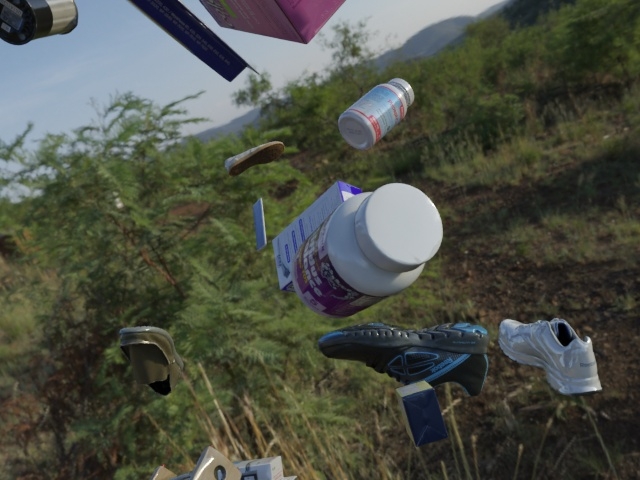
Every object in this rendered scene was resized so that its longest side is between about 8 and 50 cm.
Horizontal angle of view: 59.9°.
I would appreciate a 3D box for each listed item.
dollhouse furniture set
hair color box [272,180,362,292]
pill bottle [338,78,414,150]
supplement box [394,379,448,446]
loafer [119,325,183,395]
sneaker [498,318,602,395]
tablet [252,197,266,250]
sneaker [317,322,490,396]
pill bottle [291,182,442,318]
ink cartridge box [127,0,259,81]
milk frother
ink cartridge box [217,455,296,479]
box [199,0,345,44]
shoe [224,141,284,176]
[{"bbox_3d":[-0.149,0.396,0.750,0.129,0.183,0.129,-31,20,33],"label":"dollhouse furniture set"},{"bbox_3d":[0.000,0.000,1.666,0.110,0.185,0.339,17,-42,-38],"label":"hair color box"},{"bbox_3d":[0.116,-0.256,1.112,0.160,0.087,0.087,-44,21,-27],"label":"pill bottle"},{"bbox_3d":[0.168,0.289,0.937,0.056,0.083,0.083,-15,-3,-2],"label":"supplement box"},{"bbox_3d":[-0.356,0.261,1.189,0.094,0.251,0.087,-7,54,6],"label":"loafer"},{"bbox_3d":[0.492,0.220,1.201,0.111,0.129,0.297,-7,13,-17],"label":"sneaker"},{"bbox_3d":[-0.105,-0.027,0.962,0.006,0.083,0.054,-3,-11,-22],"label":"tablet"},{"bbox_3d":[0.161,0.238,1.108,0.341,0.139,0.125,0,2,13],"label":"sneaker"},{"bbox_3d":[0.069,0.021,0.914,0.169,0.169,0.301,-28,-8,-26],"label":"pill bottle"},{"bbox_3d":[-0.308,-0.463,1.177,0.072,0.304,0.307,-49,43,7],"label":"ink cartridge box"},{"bbox_3d":[-0.469,-0.411,0.915,0.143,0.129,0.134,-32,19,22],"label":"milk frother"},{"bbox_3d":[-0.162,0.604,1.441,0.180,0.060,0.104,-12,-12,8],"label":"ink cartridge box"},{"bbox_3d":[-0.044,-0.384,0.718,0.213,0.117,0.243,-49,41,-6],"label":"box"},{"bbox_3d":[-0.230,-0.295,1.926,0.219,0.076,0.058,-26,52,-12],"label":"shoe"}]
